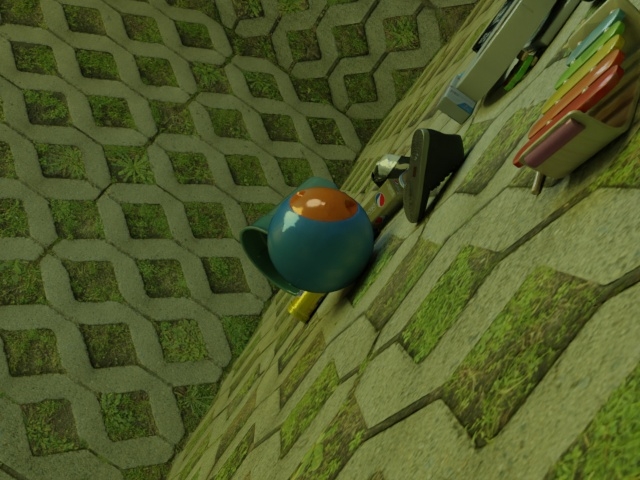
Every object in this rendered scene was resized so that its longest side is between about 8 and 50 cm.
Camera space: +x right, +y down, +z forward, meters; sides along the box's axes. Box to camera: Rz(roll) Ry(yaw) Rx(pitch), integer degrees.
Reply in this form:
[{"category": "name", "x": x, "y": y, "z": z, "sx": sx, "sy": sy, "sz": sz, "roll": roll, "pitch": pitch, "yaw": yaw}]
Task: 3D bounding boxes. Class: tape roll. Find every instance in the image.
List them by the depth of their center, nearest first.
[{"category": "tape roll", "x": 0.480, "y": -0.525, "z": 1.789, "sx": 0.392, "sy": 0.072, "sz": 0.392, "roll": -55, "pitch": 1, "yaw": 1}]

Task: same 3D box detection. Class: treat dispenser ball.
[{"category": "treat dispenser ball", "x": 0.000, "y": 0.000, "z": 1.926, "sx": 0.288, "sy": 0.288, "sz": 0.288, "roll": -54, "pitch": 5, "yaw": 8}]

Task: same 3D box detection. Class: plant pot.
[{"category": "plant pot", "x": -0.057, "y": -0.031, "z": 2.555, "sx": 0.334, "sy": 0.341, "sz": 0.341, "roll": -50, "pitch": 2, "yaw": -26}]

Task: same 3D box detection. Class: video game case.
[{"category": "video game case", "x": 0.570, "y": -0.553, "z": 1.703, "sx": 0.227, "sy": 0.026, "sz": 0.206, "roll": -55, "pitch": 5, "yaw": 7}]

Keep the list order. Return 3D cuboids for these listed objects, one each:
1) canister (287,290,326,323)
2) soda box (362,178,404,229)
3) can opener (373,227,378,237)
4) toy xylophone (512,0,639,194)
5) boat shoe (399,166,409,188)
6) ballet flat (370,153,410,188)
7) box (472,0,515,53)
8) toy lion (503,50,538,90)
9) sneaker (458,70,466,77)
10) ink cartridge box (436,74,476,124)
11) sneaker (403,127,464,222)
[{"category": "canister", "x": -0.027, "y": 0.169, "z": 2.273, "sx": 0.170, "sy": 0.073, "sz": 0.126, "roll": -53, "pitch": 6, "yaw": 1}, {"category": "soda box", "x": 0.180, "y": -0.102, "z": 2.060, "sx": 0.061, "sy": 0.058, "sz": 0.181, "roll": -6, "pitch": -30, "yaw": -37}, {"category": "can opener", "x": 0.109, "y": 0.027, "z": 2.115, "sx": 0.186, "sy": 0.073, "sz": 0.059, "roll": -54, "pitch": 43, "yaw": 47}, {"category": "toy xylophone", "x": 0.365, "y": -0.197, "z": 1.019, "sx": 0.236, "sy": 0.081, "sz": 0.323, "roll": -50, "pitch": 7, "yaw": 46}, {"category": "boat shoe", "x": 0.261, "y": -0.184, "z": 1.932, "sx": 0.066, "sy": 0.066, "sz": 0.183, "roll": -50, "pitch": 7, "yaw": 30}, {"category": "ballet flat", "x": 0.226, "y": -0.226, "z": 2.332, "sx": 0.095, "sy": 0.096, "sz": 0.280, "roll": -56, "pitch": 6, "yaw": -17}, {"category": "box", "x": 0.538, "y": -0.616, "z": 2.087, "sx": 0.180, "sy": 0.077, "sz": 0.147, "roll": -54, "pitch": 6, "yaw": 10}, {"category": "toy lion", "x": 0.462, "y": -0.395, "z": 1.673, "sx": 0.096, "sy": 0.034, "sz": 0.100, "roll": -61, "pitch": 4, "yaw": 17}, {"category": "sneaker", "x": 0.438, "y": -0.453, "z": 2.155, "sx": 0.073, "sy": 0.063, "sz": 0.162, "roll": -15, "pitch": 41, "yaw": 54}, {"category": "ink cartridge box", "x": 0.386, "y": -0.394, "z": 1.993, "sx": 0.122, "sy": 0.088, "sz": 0.052, "roll": -59, "pitch": 4, "yaw": -40}, {"category": "sneaker", "x": 0.268, "y": -0.145, "z": 1.667, "sx": 0.083, "sy": 0.118, "sz": 0.222, "roll": -139, "pitch": 55, "yaw": -66}]
